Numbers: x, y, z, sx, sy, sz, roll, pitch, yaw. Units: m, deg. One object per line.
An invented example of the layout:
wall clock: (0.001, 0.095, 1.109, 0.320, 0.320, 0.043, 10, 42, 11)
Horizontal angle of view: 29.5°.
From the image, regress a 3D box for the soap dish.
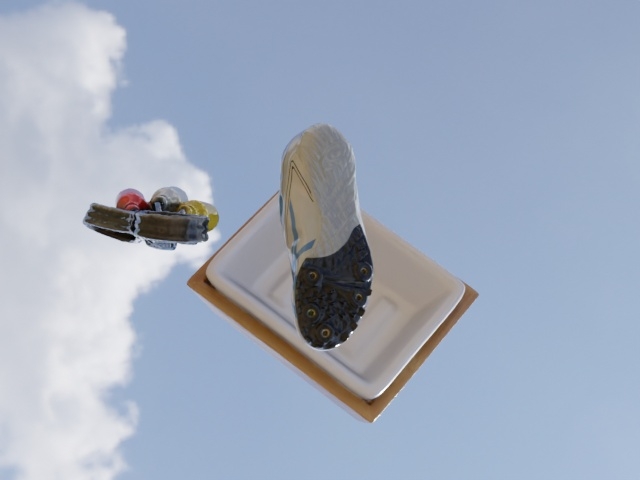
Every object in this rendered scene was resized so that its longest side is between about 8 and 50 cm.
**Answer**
soap dish: (0.015, 0.073, 1.528, 0.291, 0.229, 0.118, 35, -28, 16)

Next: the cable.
cable: (-0.169, -0.031, 1.196, 0.287, 0.139, 0.072, 151, -51, -83)

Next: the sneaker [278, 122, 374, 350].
sneaker: (0.000, 0.000, 1.212, 0.086, 0.085, 0.237, 133, -40, -60)
